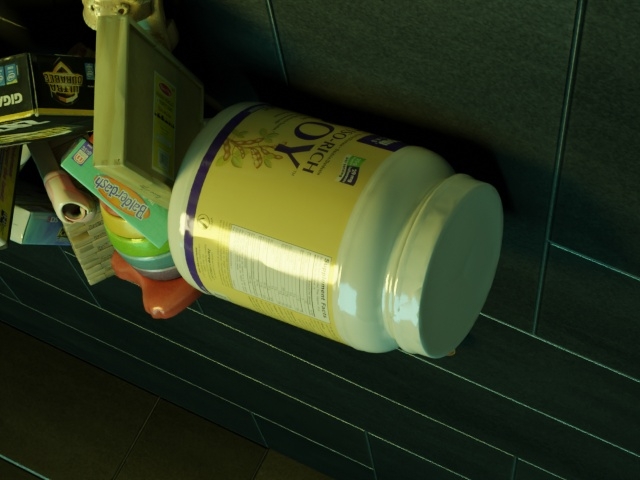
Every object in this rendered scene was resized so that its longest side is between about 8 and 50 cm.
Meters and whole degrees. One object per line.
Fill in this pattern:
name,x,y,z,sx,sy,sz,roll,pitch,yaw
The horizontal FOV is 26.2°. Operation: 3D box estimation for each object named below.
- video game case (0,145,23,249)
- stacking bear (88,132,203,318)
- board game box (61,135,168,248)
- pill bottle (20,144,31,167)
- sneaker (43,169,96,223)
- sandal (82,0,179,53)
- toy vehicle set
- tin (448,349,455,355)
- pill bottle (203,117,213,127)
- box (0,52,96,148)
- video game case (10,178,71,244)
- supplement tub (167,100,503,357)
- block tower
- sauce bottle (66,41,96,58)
video game case,-0.500,-0.161,1.904,0.035,0.275,0.248,-15,143,19
stacking bear,-0.255,-0.055,1.990,0.175,0.164,0.289,44,164,40
board game box,-0.260,-0.066,1.767,0.160,0.047,0.210,41,177,-11
pill bottle,-0.520,-0.146,2.200,0.103,0.103,0.184,33,161,-12
sneaker,-0.358,-0.044,2.003,0.070,0.051,0.134,59,179,28
sandal,-0.225,-0.258,1.531,0.088,0.079,0.240,20,160,22
toy vehicle set,-0.191,-0.136,1.571,0.035,0.166,0.267,-2,169,13
tin,0.130,0.110,2.060,0.189,0.040,0.106,37,156,-22
pill bottle,-0.144,-0.069,1.843,0.121,0.121,0.216,26,161,6
box,-0.384,-0.162,1.672,0.322,0.079,0.257,-7,179,30
video game case,-0.516,-0.055,2.325,0.244,0.061,0.269,20,-174,22
supplement tub,0.018,-0.011,1.582,0.331,0.241,0.241,18,159,27
block tower,-0.366,-0.054,2.146,0.091,0.097,0.335,59,170,28
sauce bottle,-0.277,-0.206,1.796,0.128,0.042,0.042,41,157,-30
